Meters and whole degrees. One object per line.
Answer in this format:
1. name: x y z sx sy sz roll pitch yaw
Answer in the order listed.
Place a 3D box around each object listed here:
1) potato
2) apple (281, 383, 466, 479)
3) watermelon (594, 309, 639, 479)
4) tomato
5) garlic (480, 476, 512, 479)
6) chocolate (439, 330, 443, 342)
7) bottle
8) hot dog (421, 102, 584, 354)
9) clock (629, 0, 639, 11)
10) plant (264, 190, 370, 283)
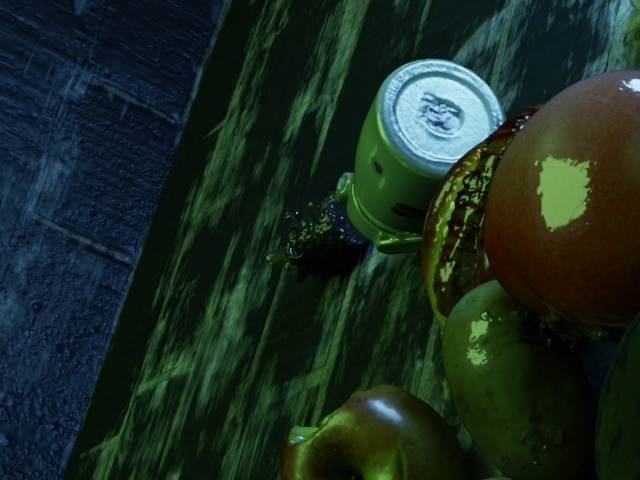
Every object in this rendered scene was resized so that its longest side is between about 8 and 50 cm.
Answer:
1. potato: 0.237 0.175 1.736 0.165 0.165 0.262 -35 75 51
2. apple: 0.073 0.313 1.947 0.246 0.246 0.226 -62 -22 4
3. watermelon: 0.389 0.169 1.318 0.279 0.279 0.359 -15 56 63
4. tomato: 0.343 -0.036 1.612 0.321 0.321 0.321 -49 25 33
5. garlic: 0.199 0.380 1.769 0.228 0.110 0.217 -55 19 20
6. chocolate: 0.249 0.024 2.069 0.329 0.065 0.102 -66 -19 -5
7. bottle: 0.153 -0.102 2.287 0.351 0.229 0.229 113 173 -60
8. hot dog: 0.267 -0.017 1.918 0.405 0.223 0.185 -64 18 -4
9. clock: 0.495 -0.383 2.035 0.198 0.064 0.172 -38 32 50
10. plant: 0.000 0.000 2.657 0.203 0.142 0.131 -35 43 35
